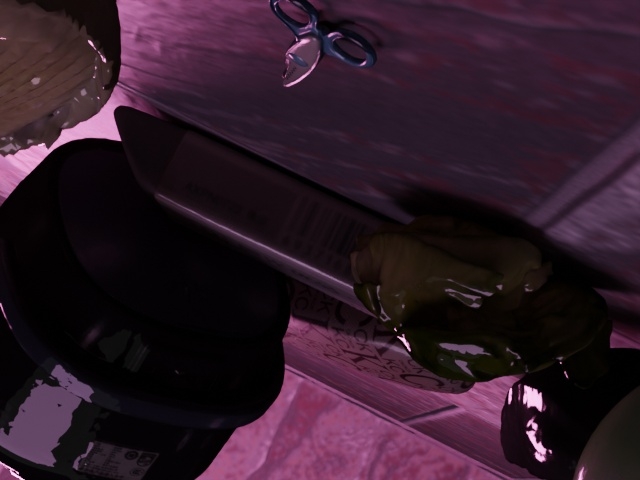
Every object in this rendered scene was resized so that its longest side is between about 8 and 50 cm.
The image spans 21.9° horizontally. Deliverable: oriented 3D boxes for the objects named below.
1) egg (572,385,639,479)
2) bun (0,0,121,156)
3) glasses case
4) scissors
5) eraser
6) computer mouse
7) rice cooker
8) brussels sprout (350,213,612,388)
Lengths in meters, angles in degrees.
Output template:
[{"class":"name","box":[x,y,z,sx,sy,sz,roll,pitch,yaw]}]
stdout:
[{"class":"egg","box":[0.267,0.178,0.909,0.269,0.220,0.220,25,172,3]},{"class":"bun","box":[-0.223,-0.119,0.774,0.259,0.152,0.259,-13,168,-3]},{"class":"glasses case","box":[-0.014,0.048,1.450,0.354,0.085,0.137,21,171,35]},{"class":"scissors","box":[-0.007,-0.094,0.812,0.058,0.014,0.119,32,168,-7]},{"class":"eraser","box":[0.000,0.000,1.203,0.352,0.061,0.089,25,171,9]},{"class":"computer mouse","box":[0.200,0.118,1.144,0.137,0.086,0.270,-2,175,0]},{"class":"rice cooker","box":[-0.165,0.072,1.303,0.267,0.224,0.267,27,-148,-18]},{"class":"brussels sprout","box":[0.097,0.037,1.044,0.181,0.100,0.139,4,178,43]}]
